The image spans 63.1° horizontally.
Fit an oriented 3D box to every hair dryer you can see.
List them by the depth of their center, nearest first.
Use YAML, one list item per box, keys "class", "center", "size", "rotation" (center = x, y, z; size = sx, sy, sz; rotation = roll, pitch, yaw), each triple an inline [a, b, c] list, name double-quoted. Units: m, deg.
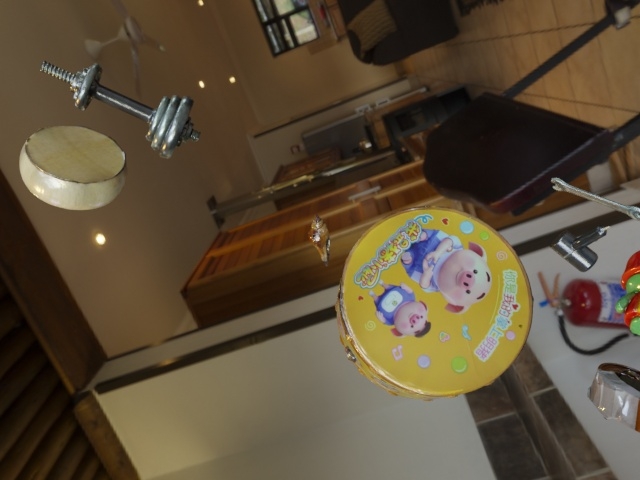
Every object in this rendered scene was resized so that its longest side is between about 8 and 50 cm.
- class: "hair dryer"
  center: [0.766, 0.007, 1.493]
  size: [0.124, 0.071, 0.219]
  rotation: [39, 160, 10]

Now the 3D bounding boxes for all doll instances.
- class: "doll"
  center: [0.929, 0.104, 1.424]
  size: [0.363, 0.182, 0.160]
  rotation: [-49, -48, -38]

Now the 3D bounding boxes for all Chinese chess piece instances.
- class: "Chinese chess piece"
  center: [-0.641, -0.194, 1.367]
  size: [0.257, 0.257, 0.104]
  rotation: [-101, 30, -46]

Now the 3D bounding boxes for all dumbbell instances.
- class: "dumbbell"
  center: [-0.316, -0.220, 0.841]
  size: [0.254, 0.110, 0.110]
  rotation: [23, -150, -19]

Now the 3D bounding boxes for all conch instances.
- class: "conch"
  center: [-0.004, -0.004, 1.993]
  size: [0.233, 0.080, 0.086]
  rotation: [84, -160, -53]

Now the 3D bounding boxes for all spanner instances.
- class: "spanner"
  center: [0.873, -0.131, 1.649]
  size: [0.302, 0.017, 0.071]
  rotation: [31, 171, 37]

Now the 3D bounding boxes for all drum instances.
- class: "drum"
  center: [0.240, 0.150, 1.191]
  size: [0.214, 0.431, 0.431]
  rotation: [89, 165, -71]

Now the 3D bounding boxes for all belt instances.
- class: "belt"
  center: [0.845, 0.428, 1.395]
  size: [0.261, 0.184, 0.105]
  rotation: [-133, 49, -67]
